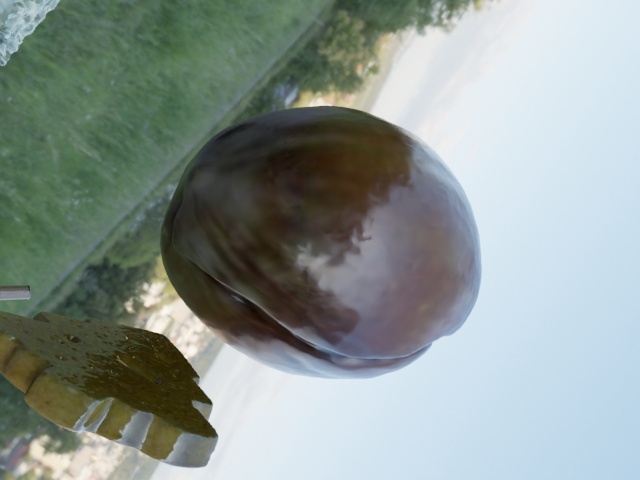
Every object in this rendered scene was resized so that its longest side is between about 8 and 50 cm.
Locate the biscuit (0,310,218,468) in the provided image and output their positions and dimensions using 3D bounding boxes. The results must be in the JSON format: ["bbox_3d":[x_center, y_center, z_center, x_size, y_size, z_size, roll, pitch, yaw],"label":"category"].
[{"bbox_3d":[-0.174,0.114,0.550,0.041,0.212,0.238,-64,178,1],"label":"biscuit"}]

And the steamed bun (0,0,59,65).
[{"bbox_3d":[-0.232,-0.329,0.492,0.272,0.273,0.290,-31,-158,16],"label":"steamed bun"}]

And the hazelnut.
[{"bbox_3d":[0.000,0.000,0.747,0.372,0.372,0.315,126,-34,-50],"label":"hazelnut"}]

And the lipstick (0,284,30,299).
[{"bbox_3d":[-0.411,0.065,0.806,0.019,0.094,0.019,-2,-93,53],"label":"lipstick"}]
